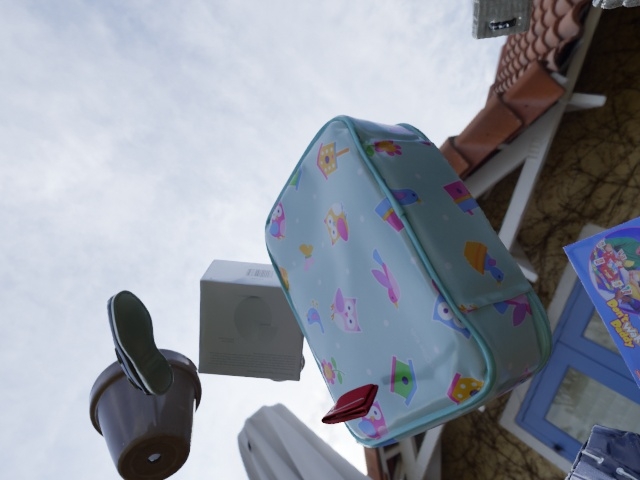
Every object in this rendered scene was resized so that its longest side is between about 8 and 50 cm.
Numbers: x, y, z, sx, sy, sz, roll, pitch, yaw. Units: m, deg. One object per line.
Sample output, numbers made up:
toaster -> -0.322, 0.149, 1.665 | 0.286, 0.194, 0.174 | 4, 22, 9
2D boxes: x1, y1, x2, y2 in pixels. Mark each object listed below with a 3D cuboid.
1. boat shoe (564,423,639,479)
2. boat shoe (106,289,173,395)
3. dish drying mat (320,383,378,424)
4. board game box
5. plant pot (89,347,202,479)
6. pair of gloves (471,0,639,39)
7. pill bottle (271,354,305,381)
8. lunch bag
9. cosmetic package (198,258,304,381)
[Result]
boat shoe -> 0.615, 0.442, 0.764 | 0.127, 0.341, 0.158 | 38, -107, -19
boat shoe -> -0.365, 0.203, 0.842 | 0.081, 0.069, 0.227 | -42, -60, -57
dish drying mat -> 0.023, 0.115, 0.308 | 0.032, 0.008, 0.083 | -21, -12, 8
board game box -> 0.699, 0.120, 0.875 | 0.078, 0.346, 0.233 | -12, -17, -36
plant pot -> -0.395, 0.425, 1.013 | 0.263, 0.229, 0.262 | -11, -63, -23
pair of gloves -> 0.275, -0.319, 0.464 | 0.204, 0.241, 0.042 | 32, -120, -59
pill bottle -> -0.116, 0.275, 1.157 | 0.108, 0.180, 0.107 | -11, -53, -16
lunch bag -> 0.053, 0.035, 0.416 | 0.108, 0.279, 0.224 | -7, -32, -33
cosmetic package -> -0.144, 0.175, 0.962 | 0.224, 0.138, 0.224 | 6, -74, -2
